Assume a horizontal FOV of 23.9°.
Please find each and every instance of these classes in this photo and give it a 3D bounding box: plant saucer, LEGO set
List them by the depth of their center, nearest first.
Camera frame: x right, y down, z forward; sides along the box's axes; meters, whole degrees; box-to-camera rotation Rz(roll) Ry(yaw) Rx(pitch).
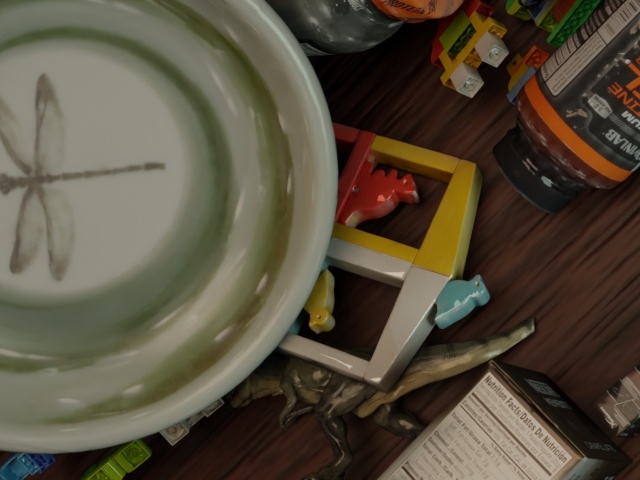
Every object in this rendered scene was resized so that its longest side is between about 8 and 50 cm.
[{"bbox_3d":[-0.190,-0.042,1.110,0.400,0.400,0.100,-53,23,8],"label":"plant saucer"},{"bbox_3d":[-0.189,0.162,1.268,0.227,0.093,0.087,-40,100,9],"label":"LEGO set"}]

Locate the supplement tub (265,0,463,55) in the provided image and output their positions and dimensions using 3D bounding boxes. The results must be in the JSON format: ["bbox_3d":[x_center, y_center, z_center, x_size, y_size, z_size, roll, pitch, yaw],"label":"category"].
[{"bbox_3d":[-0.061,-0.243,1.178,0.338,0.207,0.207,0,82,30],"label":"supplement tub"}]

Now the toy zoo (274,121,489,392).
[{"bbox_3d":[0.000,0.000,1.202,0.293,0.030,0.192,18,74,25],"label":"toy zoo"}]

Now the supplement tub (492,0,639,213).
[{"bbox_3d":[0.216,-0.110,1.101,0.198,0.106,0.106,-47,67,24],"label":"supplement tub"}]

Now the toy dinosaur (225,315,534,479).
[{"bbox_3d":[0.037,0.130,1.180,0.268,0.064,0.118,-8,73,19],"label":"toy dinosaur"}]

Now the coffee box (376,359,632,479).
[{"bbox_3d":[0.094,0.210,1.098,0.246,0.141,0.098,-47,67,10],"label":"coffee box"}]

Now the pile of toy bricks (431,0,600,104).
[{"bbox_3d":[0.180,-0.201,1.153,0.212,0.118,0.105,-51,37,27],"label":"pile of toy bricks"}]

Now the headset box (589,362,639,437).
[{"bbox_3d":[0.241,0.105,1.090,0.083,0.062,0.032,-41,69,13],"label":"headset box"}]
